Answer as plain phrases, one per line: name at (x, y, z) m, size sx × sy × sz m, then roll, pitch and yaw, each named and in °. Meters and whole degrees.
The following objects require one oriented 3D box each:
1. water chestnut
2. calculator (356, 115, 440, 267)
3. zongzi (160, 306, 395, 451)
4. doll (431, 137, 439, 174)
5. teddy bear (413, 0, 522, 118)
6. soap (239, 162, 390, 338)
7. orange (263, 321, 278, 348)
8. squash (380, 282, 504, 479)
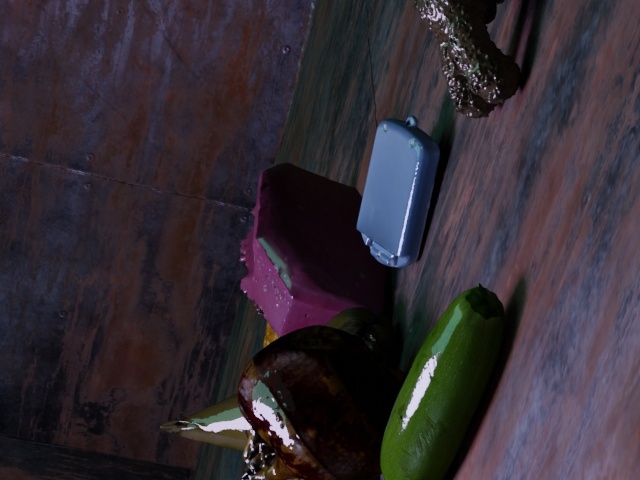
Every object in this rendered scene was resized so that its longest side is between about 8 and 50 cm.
water chestnut at (-0.006, 0.222, 1.833) m, size 0.238 × 0.224 × 0.223 m, roll -44°, pitch 13°, yaw 6°
calculator at (0.104, -0.067, 1.953) m, size 0.121 × 0.039 × 0.210 m, roll 35°, pitch 121°, yaw 49°
zongzi at (-0.058, 0.191, 2.018) m, size 0.123 × 0.289 × 0.260 m, roll -64°, pitch -11°, yaw -67°
doll at (0.121, -0.077, 2.014) m, size 0.190 × 0.050 × 0.115 m, roll 119°, pitch 152°, yaw -51°
teddy bear at (0.172, -0.270, 1.629) m, size 0.182 × 0.129 × 0.251 m, roll -179°, pitch 100°, yaw -80°
soap at (-0.005, 0.025, 2.177) m, size 0.325 × 0.220 × 0.127 m, roll -89°, pitch 22°, yaw -54°
orange at (-0.023, 0.163, 2.353) m, size 0.159 × 0.136 × 0.159 m, roll -171°, pitch 90°, yaw -80°
squash at (0.122, 0.170, 1.520) m, size 0.082 × 0.082 × 0.292 m, roll -88°, pitch 13°, yaw -51°
